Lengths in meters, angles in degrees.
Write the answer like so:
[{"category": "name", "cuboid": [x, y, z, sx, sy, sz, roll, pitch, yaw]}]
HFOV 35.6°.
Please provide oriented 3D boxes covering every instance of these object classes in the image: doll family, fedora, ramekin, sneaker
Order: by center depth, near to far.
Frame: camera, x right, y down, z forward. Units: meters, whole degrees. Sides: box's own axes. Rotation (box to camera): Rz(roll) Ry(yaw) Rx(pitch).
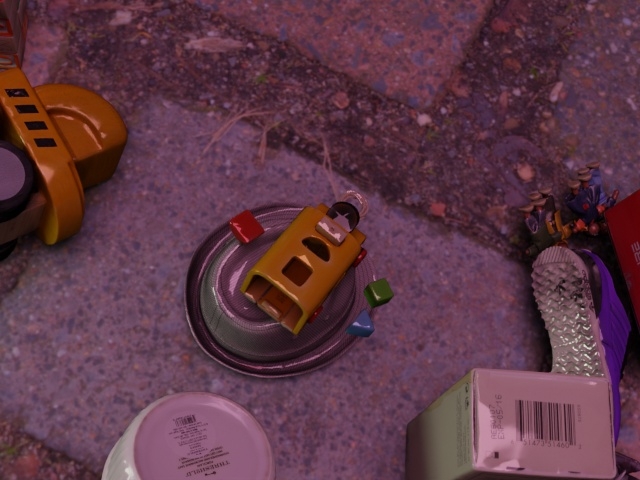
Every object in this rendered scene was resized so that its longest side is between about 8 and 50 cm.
[{"category": "ramekin", "cuboid": [-0.150, 0.277, 1.176, 0.207, 0.109, 0.207, 11, 49, -13]}, {"category": "fedora", "cuboid": [-0.045, 0.048, 1.306, 0.275, 0.124, 0.244, -24, 75, -17]}, {"category": "sneaker", "cuboid": [0.380, 0.152, 1.347, 0.146, 0.102, 0.293, 1, 82, -39]}, {"category": "doll family", "cuboid": [0.358, -0.031, 1.415, 0.193, 0.076, 0.111, -26, 104, -11]}]

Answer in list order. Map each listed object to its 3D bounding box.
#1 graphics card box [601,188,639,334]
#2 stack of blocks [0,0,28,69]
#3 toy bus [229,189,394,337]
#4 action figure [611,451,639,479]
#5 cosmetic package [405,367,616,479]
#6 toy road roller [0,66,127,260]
[{"category": "graphics card box", "cuboid": [0.594, 0.040, 1.390, 0.370, 0.094, 0.233, -2, 68, -24]}, {"category": "stack of blocks", "cuboid": [-0.489, -0.342, 1.292, 0.171, 0.297, 0.087, 4, 68, -6]}, {"category": "toy bus", "cuboid": [-0.002, 0.011, 1.203, 0.190, 0.104, 0.202, -3, 67, -17]}, {"category": "action figure", "cuboid": [0.300, 0.394, 1.214, 0.185, 0.099, 0.285, 45, 72, -31]}, {"category": "cosmetic package", "cuboid": [0.209, 0.244, 1.173, 0.160, 0.309, 0.113, 6, 69, -8]}, {"category": "toy road roller", "cuboid": [-0.404, -0.147, 1.292, 0.240, 0.202, 0.330, -26, 80, -30]}]
